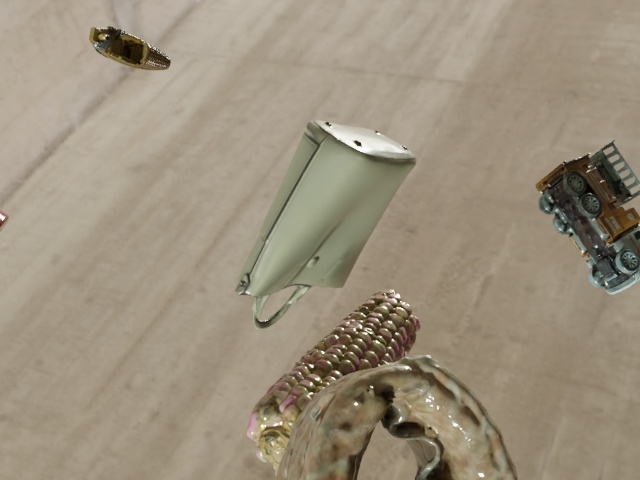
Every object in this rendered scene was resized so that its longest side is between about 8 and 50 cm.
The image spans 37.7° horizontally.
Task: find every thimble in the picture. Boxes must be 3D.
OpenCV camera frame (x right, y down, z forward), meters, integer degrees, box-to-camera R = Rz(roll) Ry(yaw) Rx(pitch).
[{"bbox_3d":[0.059,0.227,0.815,0.196,0.148,0.229,-17,-98,-22],"label":"thimble"}]

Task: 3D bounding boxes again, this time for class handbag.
[{"bbox_3d":[0.000,0.000,1.249,0.241,0.109,0.315,-1,-61,-57],"label":"handbag"}]

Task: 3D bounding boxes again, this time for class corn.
[{"bbox_3d":[0.025,0.181,1.236,0.335,0.127,0.126,-43,-43,-49],"label":"corn"}]

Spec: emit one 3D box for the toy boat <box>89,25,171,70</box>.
[{"bbox_3d":[-0.291,-0.290,1.417,0.149,0.049,0.047,15,-95,-50],"label":"toy boat"}]

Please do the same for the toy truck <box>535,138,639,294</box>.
[{"bbox_3d":[0.378,-0.029,1.227,0.115,0.177,0.080,-26,-10,-25],"label":"toy truck"}]

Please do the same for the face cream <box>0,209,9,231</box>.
[{"bbox_3d":[-0.451,-0.052,1.001,0.214,0.096,0.096,37,-123,-13],"label":"face cream"}]
